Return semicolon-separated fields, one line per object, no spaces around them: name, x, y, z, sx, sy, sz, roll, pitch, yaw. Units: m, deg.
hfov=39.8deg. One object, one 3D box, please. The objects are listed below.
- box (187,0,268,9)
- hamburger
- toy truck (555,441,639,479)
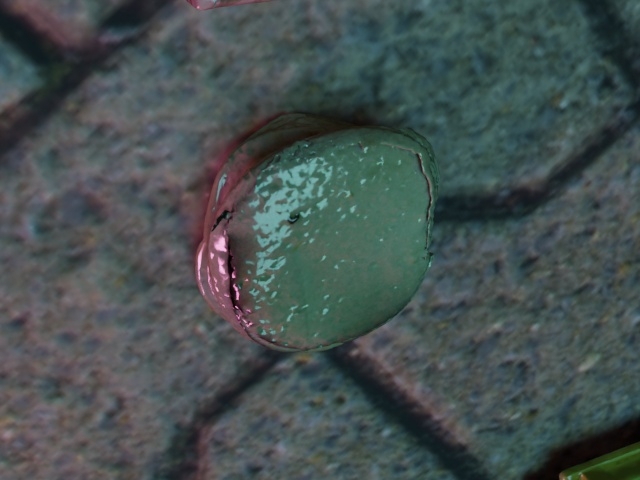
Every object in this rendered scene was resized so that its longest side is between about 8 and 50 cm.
box;-0.039;-0.157;0.398;0.062;0.045;0.098;-12;119;-15
hamburger;0.000;0.000;0.477;0.133;0.062;0.140;3;111;-22
toy truck;0.243;0.281;0.656;0.128;0.135;0.260;-17;122;-11
